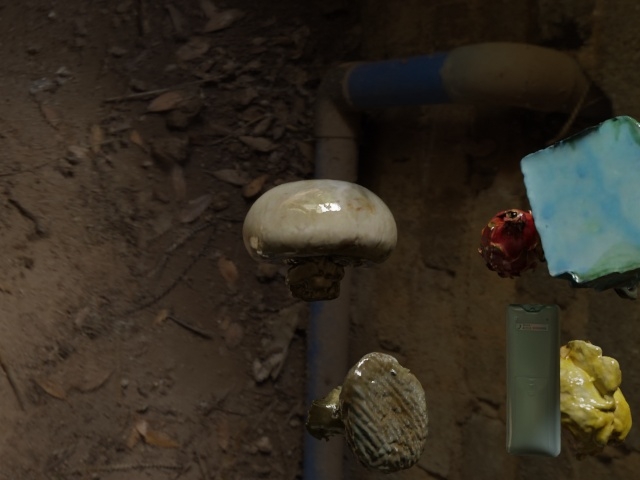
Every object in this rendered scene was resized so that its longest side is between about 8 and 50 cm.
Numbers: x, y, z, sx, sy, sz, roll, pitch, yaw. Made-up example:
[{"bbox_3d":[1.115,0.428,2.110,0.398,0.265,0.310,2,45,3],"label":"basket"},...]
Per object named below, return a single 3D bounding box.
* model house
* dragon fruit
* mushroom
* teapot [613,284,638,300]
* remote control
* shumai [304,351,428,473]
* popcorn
[{"bbox_3d":[0.513,-0.037,1.467,0.241,0.226,0.261,22,52,-51],"label":"model house"},{"bbox_3d":[0.376,-0.003,1.664,0.165,0.136,0.133,79,18,-49],"label":"dragon fruit"},{"bbox_3d":[0.000,0.000,1.257,0.227,0.226,0.178,-4,84,-30],"label":"mushroom"},{"bbox_3d":[0.670,0.021,1.808,0.182,0.173,0.269,43,52,-24],"label":"teapot"},{"bbox_3d":[0.409,0.269,1.647,0.051,0.103,0.293,18,72,-71],"label":"remote control"},{"bbox_3d":[0.076,0.286,1.422,0.161,0.153,0.209,-44,113,-35],"label":"shumai"},{"bbox_3d":[0.543,0.336,1.785,0.190,0.191,0.253,-6,81,-2],"label":"popcorn"}]
